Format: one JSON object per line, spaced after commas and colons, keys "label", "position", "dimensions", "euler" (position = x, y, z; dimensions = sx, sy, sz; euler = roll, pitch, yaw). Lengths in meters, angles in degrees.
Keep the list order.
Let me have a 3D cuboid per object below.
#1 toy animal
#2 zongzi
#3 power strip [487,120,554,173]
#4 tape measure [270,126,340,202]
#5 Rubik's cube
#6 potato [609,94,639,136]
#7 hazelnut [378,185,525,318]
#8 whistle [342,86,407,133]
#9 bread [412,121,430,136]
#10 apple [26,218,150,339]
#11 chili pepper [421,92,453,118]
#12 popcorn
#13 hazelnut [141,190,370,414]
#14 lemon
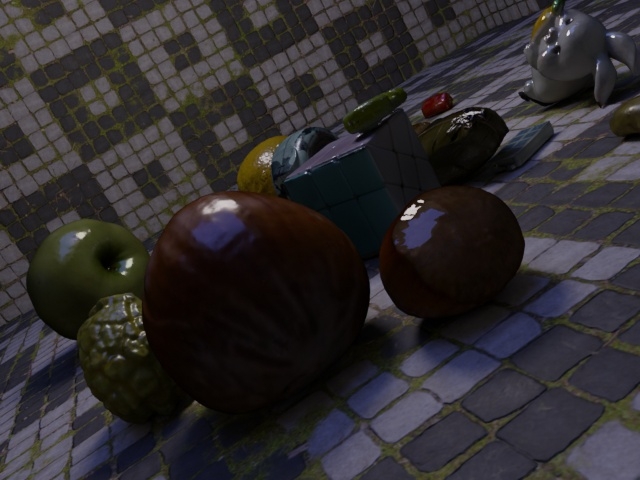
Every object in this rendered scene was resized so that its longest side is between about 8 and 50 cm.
{"label": "toy animal", "position": [0.594, -0.431, 1.570], "dimensions": [0.183, 0.247, 0.310], "euler": [-48, 0, -4]}
{"label": "zongzi", "position": [0.256, -0.161, 1.481], "dimensions": [0.300, 0.145, 0.274], "euler": [-45, 7, -6]}
{"label": "power strip", "position": [0.442, -0.205, 1.458], "dimensions": [0.192, 0.035, 0.081], "euler": [-39, 17, -35]}
{"label": "tape measure", "position": [-0.020, -0.168, 1.786], "dimensions": [0.147, 0.256, 0.275], "euler": [-19, 23, 37]}
{"label": "Rubik's cube", "position": [0.098, -0.108, 1.408], "dimensions": [0.224, 0.231, 0.221], "euler": [-17, 19, 37]}
{"label": "potato", "position": [0.581, -0.227, 1.186], "dimensions": [0.091, 0.070, 0.138], "euler": [-34, 15, -20]}
{"label": "hazelnut", "position": [0.179, 0.019, 0.941], "dimensions": [0.214, 0.176, 0.214], "euler": [-28, -15, -8]}
{"label": "whistle", "position": [0.121, -0.266, 1.352], "dimensions": [0.104, 0.057, 0.198], "euler": [-24, 7, 42]}
{"label": "bread", "position": [0.218, -0.216, 1.763], "dimensions": [0.230, 0.123, 0.230], "euler": [-33, 13, 9]}
{"label": "apple", "position": [-0.655, 0.121, 1.883], "dimensions": [0.357, 0.357, 0.357], "euler": [-28, 14, 8]}
{"label": "chili pepper", "position": [0.429, -0.499, 2.429], "dimensions": [0.073, 0.070, 0.123], "euler": [-20, 2, -41]}
{"label": "popcorn", "position": [-0.349, 0.205, 1.226], "dimensions": [0.173, 0.225, 0.286], "euler": [-28, 15, -9]}
{"label": "hazelnut", "position": [-0.105, 0.090, 1.027], "dimensions": [0.372, 0.315, 0.372], "euler": [-20, 46, 22]}
{"label": "lemon", "position": [-0.120, -0.195, 2.073], "dimensions": [0.258, 0.258, 0.310], "euler": [-15, 33, 45]}
